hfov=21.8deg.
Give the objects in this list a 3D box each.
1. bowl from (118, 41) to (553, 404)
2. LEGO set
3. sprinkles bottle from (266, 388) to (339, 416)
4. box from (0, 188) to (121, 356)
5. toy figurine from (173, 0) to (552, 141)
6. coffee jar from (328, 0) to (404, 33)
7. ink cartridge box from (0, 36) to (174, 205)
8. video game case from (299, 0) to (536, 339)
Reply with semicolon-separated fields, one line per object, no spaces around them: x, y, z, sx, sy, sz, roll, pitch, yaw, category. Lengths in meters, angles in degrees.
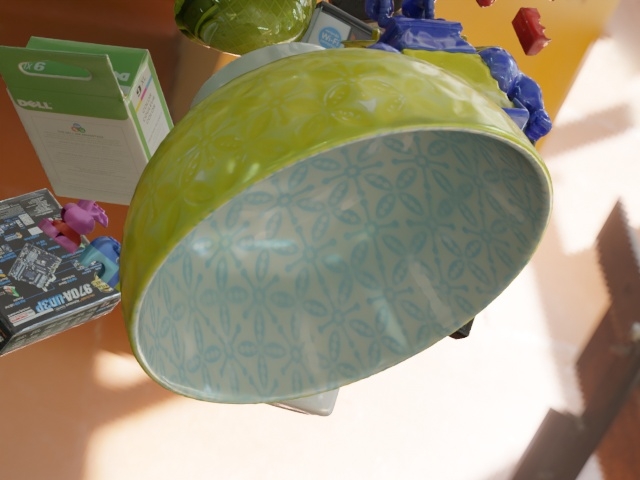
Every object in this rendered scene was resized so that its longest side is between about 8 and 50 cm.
-0.010;-0.035;1.089;0.289;0.289;0.156;0;50;-35;bowl
-0.185;0.025;1.814;0.227;0.093;0.087;41;-4;-24;LEGO set
0.000;0.000;1.735;0.121;0.355;0.121;15;-9;2;sprinkles bottle
-0.361;0.035;2.009;0.175;0.051;0.220;50;32;11;box
0.085;-0.149;1.374;0.362;0.191;0.217;1;54;-30;toy figurine
0.061;-0.263;1.828;0.096;0.079;0.184;-8;-7;6;coffee jar
-0.194;-0.114;1.405;0.109;0.209;0.062;8;58;15;ink cartridge box
0.069;-0.069;1.662;0.275;0.035;0.248;27;71;-18;video game case
